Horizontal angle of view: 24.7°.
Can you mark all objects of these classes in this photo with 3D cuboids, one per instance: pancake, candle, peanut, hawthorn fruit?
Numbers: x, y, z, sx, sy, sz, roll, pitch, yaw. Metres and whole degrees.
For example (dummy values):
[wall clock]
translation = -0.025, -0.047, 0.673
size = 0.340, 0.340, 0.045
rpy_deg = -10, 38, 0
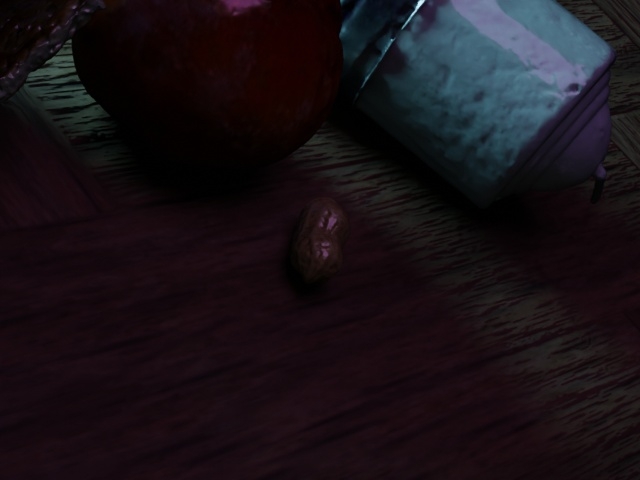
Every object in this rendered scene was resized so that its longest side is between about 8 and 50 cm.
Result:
[pancake]
translation = -0.254, -0.174, 1.155
size = 0.054, 0.197, 0.377
rpy_deg = 58, 34, -34
[candle]
translation = 0.163, -0.166, 1.465
size = 0.342, 0.221, 0.221
rpy_deg = 39, 35, 6
[peanut]
translation = 0.000, 0.000, 1.279
size = 0.054, 0.054, 0.113
rpy_deg = 27, 32, -11
[hawthorn fruit]
translation = -0.083, -0.205, 1.262
size = 0.241, 0.272, 0.242
rpy_deg = 14, 31, -9
